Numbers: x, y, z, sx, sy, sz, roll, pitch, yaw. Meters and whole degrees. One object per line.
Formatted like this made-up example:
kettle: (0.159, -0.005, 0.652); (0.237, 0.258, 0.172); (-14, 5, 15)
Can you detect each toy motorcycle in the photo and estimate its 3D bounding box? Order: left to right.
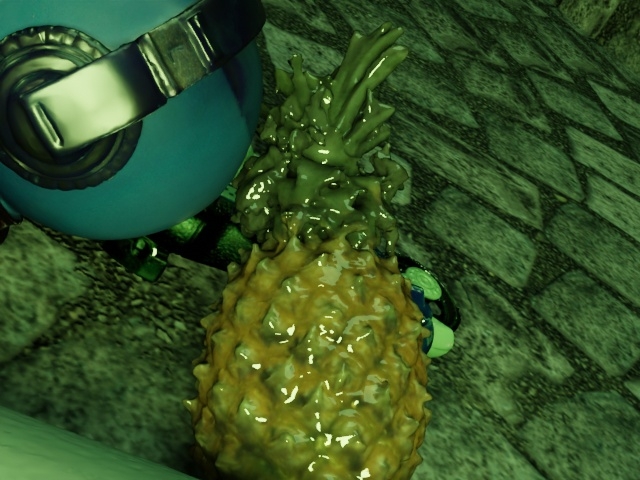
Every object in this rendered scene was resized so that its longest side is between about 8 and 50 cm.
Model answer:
toy motorcycle: (-0.019, 0.019, 0.901); (0.331, 0.125, 0.196); (30, 27, -15)

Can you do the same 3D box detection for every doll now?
doll: (-0.182, -0.099, 0.701); (0.240, 0.309, 0.284); (62, -3, -19)

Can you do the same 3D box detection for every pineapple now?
pineapple: (0.000, 0.000, 0.744); (0.169, 0.169, 0.341); (13, 75, -33)

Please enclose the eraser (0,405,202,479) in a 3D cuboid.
eraser: (-0.075, 0.179, 0.520); (0.290, 0.104, 0.189); (20, 16, 3)
